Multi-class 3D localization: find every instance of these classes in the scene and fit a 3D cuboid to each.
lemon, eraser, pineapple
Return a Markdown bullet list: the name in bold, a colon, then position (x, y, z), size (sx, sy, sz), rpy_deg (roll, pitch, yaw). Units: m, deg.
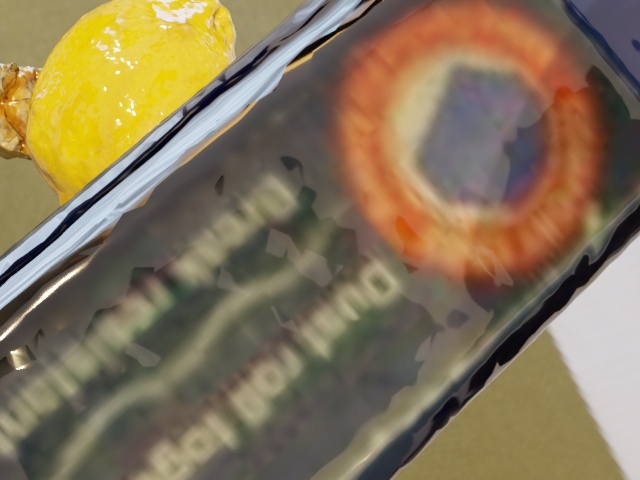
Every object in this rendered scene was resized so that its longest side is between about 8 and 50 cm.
- **lemon**: position (-0.103, -0.079, 0.836), size (0.114, 0.114, 0.155), rpy_deg (30, 79, -8)
- **eraser**: position (0.000, 0.000, 0.404), size (0.332, 0.155, 0.101), rpy_deg (-41, 94, -17)
- **pineapple**: position (-0.233, -0.097, 1.142), size (0.135, 0.233, 0.080), rpy_deg (5, 92, 6)
